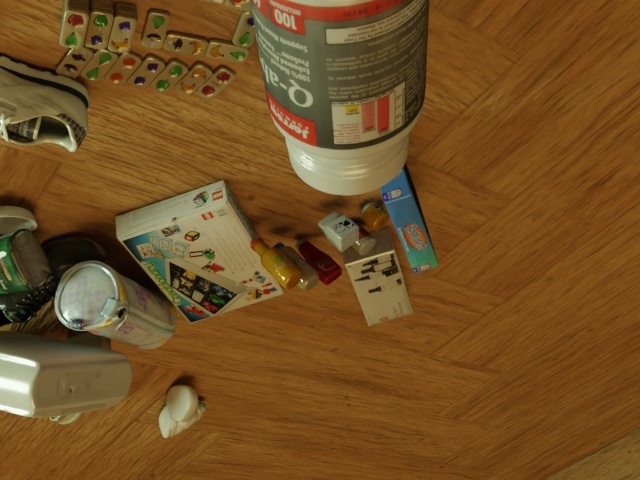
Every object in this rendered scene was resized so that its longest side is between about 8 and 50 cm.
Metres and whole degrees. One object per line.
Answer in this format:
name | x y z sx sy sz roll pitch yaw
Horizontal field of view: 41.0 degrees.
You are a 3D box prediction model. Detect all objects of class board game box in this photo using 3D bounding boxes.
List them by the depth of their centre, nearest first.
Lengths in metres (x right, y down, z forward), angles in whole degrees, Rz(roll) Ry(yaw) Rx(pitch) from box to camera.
board game box | 0.130 -0.068 1.366 0.047 0.160 0.210 -18 144 8
board game box | -0.200 0.030 1.492 0.193 0.053 0.305 -18 144 6

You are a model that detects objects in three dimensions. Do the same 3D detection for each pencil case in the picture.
pencil case | -0.338 0.115 1.454 0.124 0.113 0.273 9 168 12

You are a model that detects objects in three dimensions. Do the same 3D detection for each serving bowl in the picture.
serving bowl | -0.485 -0.035 1.333 0.083 0.027 0.083 -6 161 -2

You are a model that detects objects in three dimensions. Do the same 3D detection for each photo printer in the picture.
photo printer | -0.525 0.223 1.487 0.307 0.107 0.256 7 178 26

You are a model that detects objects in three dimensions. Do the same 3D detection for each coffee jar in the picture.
coffee jar | -0.531 0.047 1.361 0.184 0.079 0.096 -13 109 21

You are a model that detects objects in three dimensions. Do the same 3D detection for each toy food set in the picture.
toy food set | 0.000 0.000 1.480 0.232 0.104 0.111 -36 151 -19

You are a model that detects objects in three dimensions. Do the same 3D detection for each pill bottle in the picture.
pill bottle | 0.029 -0.233 1.067 0.210 0.210 0.363 -10 144 -3

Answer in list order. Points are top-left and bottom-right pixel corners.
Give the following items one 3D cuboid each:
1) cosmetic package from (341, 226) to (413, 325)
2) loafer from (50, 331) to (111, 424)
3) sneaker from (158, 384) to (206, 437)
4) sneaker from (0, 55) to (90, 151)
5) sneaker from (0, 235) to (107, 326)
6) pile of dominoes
cosmetic package | 0.110 0.075 1.638 0.099 0.060 0.239 -15 144 6
loafer | -0.496 0.266 1.696 0.092 0.102 0.268 13 128 -29
sneaker | -0.297 0.376 1.931 0.094 0.080 0.212 -6 152 -29
sneaker | -0.419 -0.179 1.107 0.235 0.095 0.090 9 144 -18
sneaker | -0.475 0.082 1.439 0.267 0.106 0.101 -23 141 13
pile of dominoes | -0.207 -0.256 1.112 0.251 0.040 0.196 6 140 -23
